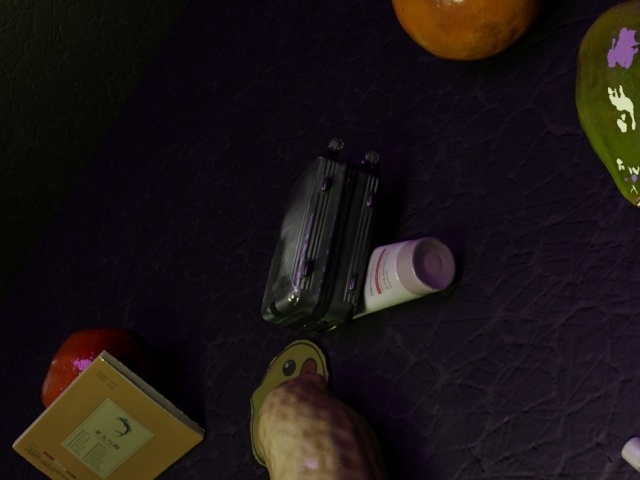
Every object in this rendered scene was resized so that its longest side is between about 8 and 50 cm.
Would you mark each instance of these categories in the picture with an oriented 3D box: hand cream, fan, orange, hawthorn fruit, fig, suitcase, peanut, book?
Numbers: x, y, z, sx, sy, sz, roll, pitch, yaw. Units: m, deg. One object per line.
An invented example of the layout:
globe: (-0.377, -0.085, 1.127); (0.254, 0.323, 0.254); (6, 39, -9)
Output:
hand cream: (0.107, 0.053, 1.147); (0.248, 0.083, 0.133); (-24, 48, 57)
fan: (-0.031, 0.282, 1.226); (0.335, 0.011, 0.230); (-5, 65, 52)
orange: (0.241, -0.432, 1.154); (0.284, 0.226, 0.284); (-32, 49, 46)
hawthorn fruit: (-0.457, 0.314, 1.572); (0.300, 0.254, 0.254); (-4, 65, 49)
fig: (0.392, -0.172, 0.861); (0.167, 0.167, 0.234); (23, 124, 56)
suitcase: (0.000, 0.000, 1.232); (0.202, 0.128, 0.312); (144, 141, -66)
peanut: (0.005, 0.346, 0.996); (0.192, 0.169, 0.387); (-52, 33, 26)
book: (-0.446, 0.414, 1.490); (0.389, 0.269, 0.032); (-41, 12, 28)

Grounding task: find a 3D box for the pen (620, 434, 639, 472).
pen: (0.381, 0.274, 0.658); (0.033, 0.033, 0.269); (-57, 34, 9)
